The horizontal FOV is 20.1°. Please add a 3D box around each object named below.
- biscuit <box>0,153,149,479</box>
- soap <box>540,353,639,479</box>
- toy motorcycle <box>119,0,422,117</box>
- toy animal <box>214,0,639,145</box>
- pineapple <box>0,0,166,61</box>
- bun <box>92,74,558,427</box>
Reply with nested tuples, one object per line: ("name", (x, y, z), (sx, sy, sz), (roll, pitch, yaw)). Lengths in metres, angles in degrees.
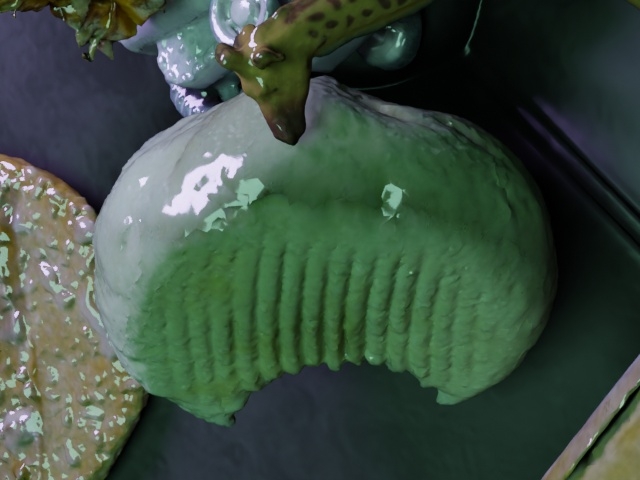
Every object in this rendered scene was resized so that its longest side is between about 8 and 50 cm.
("biscuit", (-0.188, 0.051, 1.024), (0.220, 0.033, 0.219), (6, 102, 27))
("soap", (0.187, 0.230, 0.779), (0.293, 0.156, 0.335), (41, 115, 20))
("toy motorcycle", (-0.004, -0.173, 0.850), (0.260, 0.110, 0.171), (-38, 64, 36))
("toy animal", (0.092, -0.117, 0.744), (0.054, 0.276, 0.149), (-133, 41, -65))
("pineapple", (-0.090, -0.212, 0.834), (0.135, 0.079, 0.233), (-25, 58, 48))
("bun", (0.000, 0.000, 0.843), (0.204, 0.213, 0.126), (124, 153, -48))
